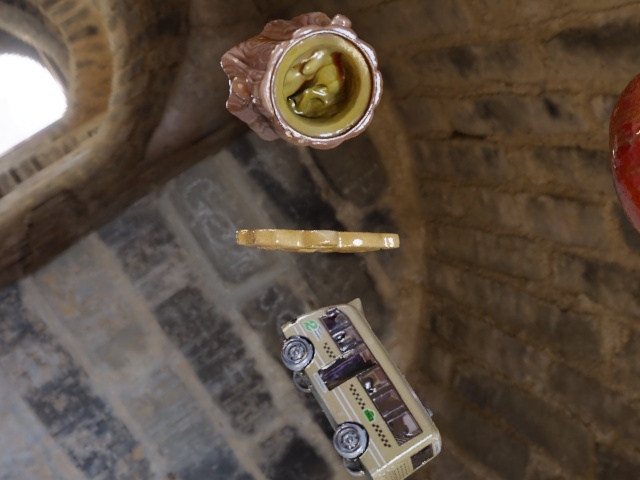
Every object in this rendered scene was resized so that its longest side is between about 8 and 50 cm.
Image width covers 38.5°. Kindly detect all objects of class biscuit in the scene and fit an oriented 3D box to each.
[{"bbox_3d":[-0.005,0.001,1.064,0.133,0.184,0.027,-2,-94,53],"label":"biscuit"}]

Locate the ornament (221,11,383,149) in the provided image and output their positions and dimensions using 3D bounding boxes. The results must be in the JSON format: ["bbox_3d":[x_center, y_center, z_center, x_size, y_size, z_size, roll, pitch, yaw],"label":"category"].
[{"bbox_3d":[-0.015,-0.239,1.375,0.235,0.221,0.217,30,3,-19],"label":"ornament"}]

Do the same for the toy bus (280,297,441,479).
[{"bbox_3d":[0.059,0.234,1.428,0.289,0.157,0.139,56,-8,29],"label":"toy bus"}]

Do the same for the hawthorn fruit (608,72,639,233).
[{"bbox_3d":[0.524,-0.094,1.218,0.300,0.275,0.275,59,-12,-26],"label":"hawthorn fruit"}]
